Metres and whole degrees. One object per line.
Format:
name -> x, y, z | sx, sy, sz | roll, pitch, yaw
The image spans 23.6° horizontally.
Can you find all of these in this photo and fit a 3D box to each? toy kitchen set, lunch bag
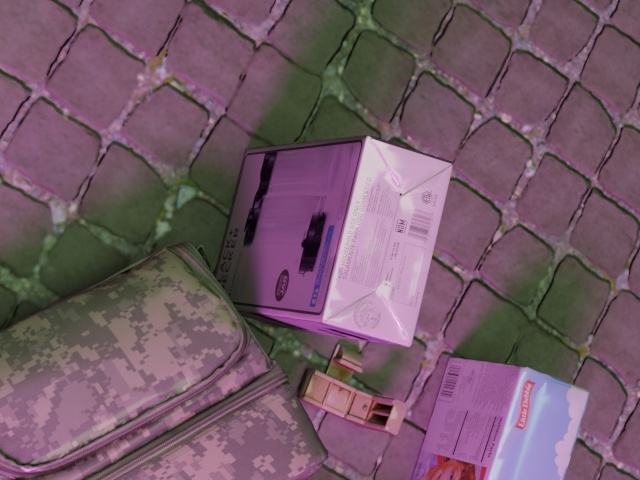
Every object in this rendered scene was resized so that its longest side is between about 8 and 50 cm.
toy kitchen set -> 0.037, 0.145, 1.540 | 0.083, 0.075, 0.068 | 27, 78, -27
lunch bag -> -0.186, 0.167, 1.376 | 0.305, 0.212, 0.256 | -28, 85, -23

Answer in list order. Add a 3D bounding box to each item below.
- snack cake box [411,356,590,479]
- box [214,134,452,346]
snack cake box -> 0.163, 0.258, 1.557 | 0.089, 0.152, 0.264 | 22, 81, -24
box -> 0.000, 0.000, 1.407 | 0.087, 0.290, 0.169 | 16, 85, -23
